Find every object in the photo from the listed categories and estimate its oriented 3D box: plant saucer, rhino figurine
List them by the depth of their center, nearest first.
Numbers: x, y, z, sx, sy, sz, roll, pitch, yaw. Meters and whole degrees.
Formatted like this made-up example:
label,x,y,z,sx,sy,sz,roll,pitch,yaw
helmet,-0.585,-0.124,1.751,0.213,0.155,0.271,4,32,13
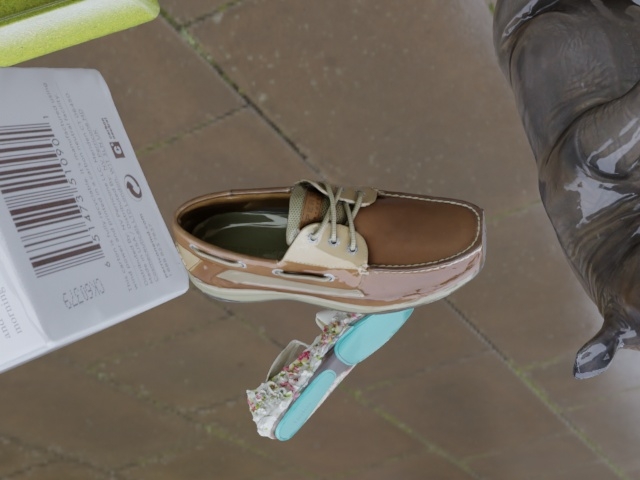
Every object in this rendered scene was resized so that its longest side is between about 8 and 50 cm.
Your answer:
label,x,y,z,sx,sy,sz,roll,pitch,yaw
rhino figurine,0.121,-0.036,0.384,0.073,0.243,0.106,9,145,-20
plant saucer,-0.252,-0.253,0.854,0.188,0.188,0.045,-21,-170,-10

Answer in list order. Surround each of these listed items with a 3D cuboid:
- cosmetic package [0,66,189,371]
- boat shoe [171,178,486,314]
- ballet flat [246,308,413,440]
label,x,y,z,sx,sy,sz,roll,pitch,yaw
cosmetic package,-0.207,0.005,0.581,0.184,0.151,0.151,-22,-179,22
boat shoe,0.000,0.000,1.013,0.324,0.122,0.120,-5,150,15
ballet flat,0.003,0.129,1.190,0.241,0.077,0.091,-44,146,-6
